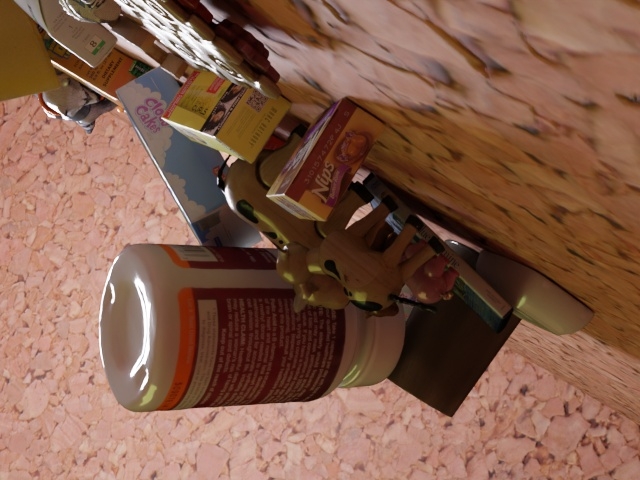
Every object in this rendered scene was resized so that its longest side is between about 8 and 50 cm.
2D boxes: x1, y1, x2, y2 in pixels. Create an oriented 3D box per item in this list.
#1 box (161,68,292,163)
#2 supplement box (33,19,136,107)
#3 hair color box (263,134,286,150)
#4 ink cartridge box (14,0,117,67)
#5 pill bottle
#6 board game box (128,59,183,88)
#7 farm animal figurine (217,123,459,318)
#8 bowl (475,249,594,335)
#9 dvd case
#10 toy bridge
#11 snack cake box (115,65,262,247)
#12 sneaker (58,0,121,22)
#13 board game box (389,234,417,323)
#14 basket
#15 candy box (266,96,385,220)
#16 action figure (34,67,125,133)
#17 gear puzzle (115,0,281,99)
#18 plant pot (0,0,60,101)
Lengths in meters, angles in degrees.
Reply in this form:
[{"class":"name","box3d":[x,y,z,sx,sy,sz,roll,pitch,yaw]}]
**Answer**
[{"class":"box","box3d":[-0.121,-0.157,1.111,0.058,0.087,0.232,35,177,-27]},{"class":"supplement box","box3d":[-0.407,-0.313,1.558,0.233,0.078,0.080,30,177,14]},{"class":"hair color box","box3d":[-0.099,-0.145,1.432,0.167,0.053,0.093,30,176,20]},{"class":"ink cartridge box","box3d":[-0.363,-0.310,1.063,0.181,0.056,0.225,42,-175,30]},{"class":"pill bottle","box3d":[-0.090,0.121,1.288,0.392,0.224,0.224,3,-166,-33]},{"class":"board game box","box3d":[-0.214,-0.223,1.573,0.136,0.030,0.260,28,176,24]},{"class":"farm animal figurine","box3d":[0.000,0.000,1.123,0.327,0.172,0.330,44,178,8]},{"class":"bowl","box3d":[0.281,0.077,1.227,0.142,0.053,0.142,32,177,-28]},{"class":"dvd case","box3d":[0.157,0.022,1.223,0.253,0.022,0.180,45,178,14]},{"class":"toy bridge","box3d":[-0.234,-0.259,1.134,0.063,0.026,0.188,33,178,26]},{"class":"snack cake box","box3d":[-0.194,-0.110,1.342,0.264,0.089,0.152,57,172,26]},{"class":"sneaker","box3d":[-0.249,-0.264,0.949,0.058,0.052,0.135,25,175,31]},{"class":"board game box","box3d":[0.156,0.108,1.556,0.317,0.213,0.046,31,150,21]},{"class":"basket","box3d":[0.203,0.139,1.386,0.154,0.227,0.204,30,176,36]},{"class":"candy box","box3d":[0.000,-0.077,0.926,0.053,0.109,0.187,32,178,-7]},{"class":"action figure","box3d":[-0.430,-0.265,1.761,0.341,0.178,0.330,35,-173,0]},{"class":"gear puzzle","box3d":[-0.170,-0.237,0.719,0.339,0.044,0.175,37,176,-39]},{"class":"plant pot","box3d":[-0.567,-0.321,1.438,0.212,0.187,0.212,-21,-155,-32]}]
